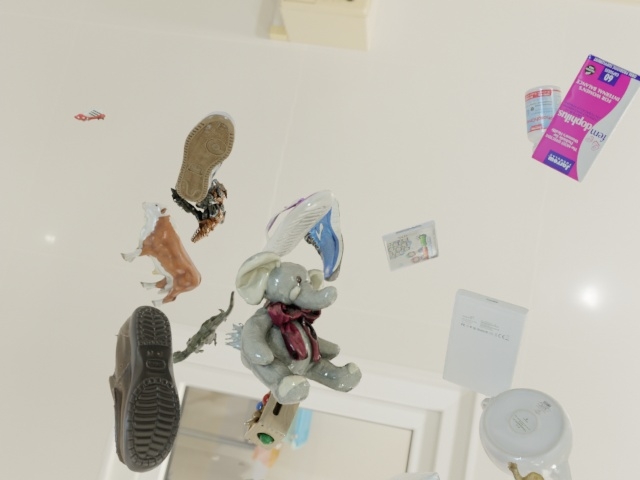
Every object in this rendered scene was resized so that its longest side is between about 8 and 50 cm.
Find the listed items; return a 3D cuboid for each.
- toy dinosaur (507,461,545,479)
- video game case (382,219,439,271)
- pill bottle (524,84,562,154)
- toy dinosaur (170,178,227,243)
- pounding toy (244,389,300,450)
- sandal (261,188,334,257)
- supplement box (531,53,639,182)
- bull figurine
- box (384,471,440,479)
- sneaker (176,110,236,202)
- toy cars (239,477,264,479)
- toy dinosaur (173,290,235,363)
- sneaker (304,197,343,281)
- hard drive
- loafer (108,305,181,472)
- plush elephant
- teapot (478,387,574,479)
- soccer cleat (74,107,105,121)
[{"bbox_3d":[0.455,0.538,1.334,0.053,0.183,0.092,13,98,-46],"label":"toy dinosaur"},{"bbox_3d":[0.246,0.017,1.712,0.157,0.143,0.019,70,3,-52],"label":"video game case"},{"bbox_3d":[0.548,-0.290,1.553,0.087,0.087,0.160,32,55,-81],"label":"pill bottle"},{"bbox_3d":[-0.411,-0.123,2.301,0.218,0.164,0.322,55,8,-36],"label":"toy dinosaur"},{"bbox_3d":[-0.124,0.411,1.470,0.130,0.100,0.141,-55,-173,47],"label":"pounding toy"},{"bbox_3d":[-0.103,-0.055,1.986,0.169,0.102,0.416,-23,164,-39],"label":"sandal"},{"bbox_3d":[0.523,-0.236,1.244,0.114,0.111,0.220,-19,137,-61],"label":"supplement box"},{"bbox_3d":[-0.468,0.041,1.860,0.101,0.188,0.310,30,-31,61],"label":"bull figurine"},{"bbox_3d":[0.209,0.704,1.560,0.345,0.168,0.215,110,-41,-69],"label":"box"},{"bbox_3d":[-0.252,-0.226,1.463,0.282,0.099,0.153,-53,-163,47],"label":"sneaker"},{"bbox_3d":[-0.201,0.897,2.194,0.393,0.177,0.087,55,8,-47],"label":"toy cars"},{"bbox_3d":[-0.291,0.234,1.678,0.268,0.064,0.118,-48,171,7],"label":"toy dinosaur"},{"bbox_3d":[0.000,0.000,2.234,0.129,0.147,0.329,96,-11,-56],"label":"sneaker"},{"bbox_3d":[0.473,0.306,1.845,0.040,0.203,0.307,-37,136,-51],"label":"hard drive"},{"bbox_3d":[-0.399,0.333,1.417,0.134,0.130,0.365,24,48,-39],"label":"loafer"},{"bbox_3d":[-0.060,0.165,1.374,0.272,0.330,0.255,9,100,-50],"label":"plush elephant"},{"bbox_3d":[0.543,0.528,1.680,0.256,0.253,0.187,-72,148,-44],"label":"teapot"},{"bbox_3d":[-0.637,-0.349,1.754,0.029,0.083,0.035,132,-53,-66],"label":"soccer cleat"}]
